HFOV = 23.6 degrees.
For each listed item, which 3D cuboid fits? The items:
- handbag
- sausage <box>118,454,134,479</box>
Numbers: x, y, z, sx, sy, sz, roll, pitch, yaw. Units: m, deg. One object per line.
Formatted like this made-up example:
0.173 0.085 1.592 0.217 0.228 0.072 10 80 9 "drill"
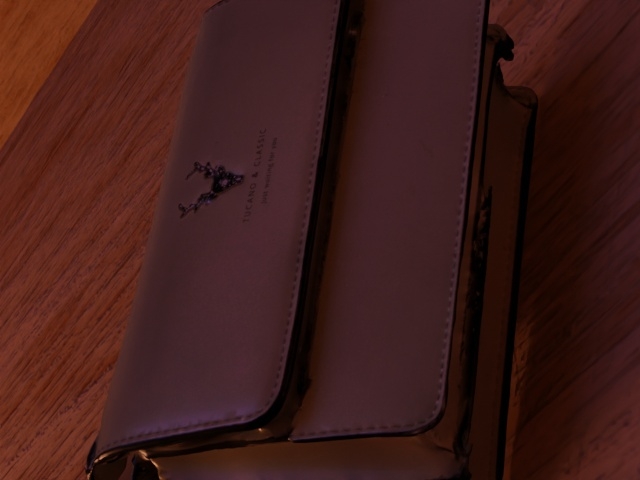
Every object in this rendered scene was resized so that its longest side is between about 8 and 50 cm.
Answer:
0.000 0.000 0.987 0.236 0.160 0.359 -6 53 23 "handbag"
-0.172 0.252 1.346 0.289 0.086 0.086 -60 22 16 "sausage"
